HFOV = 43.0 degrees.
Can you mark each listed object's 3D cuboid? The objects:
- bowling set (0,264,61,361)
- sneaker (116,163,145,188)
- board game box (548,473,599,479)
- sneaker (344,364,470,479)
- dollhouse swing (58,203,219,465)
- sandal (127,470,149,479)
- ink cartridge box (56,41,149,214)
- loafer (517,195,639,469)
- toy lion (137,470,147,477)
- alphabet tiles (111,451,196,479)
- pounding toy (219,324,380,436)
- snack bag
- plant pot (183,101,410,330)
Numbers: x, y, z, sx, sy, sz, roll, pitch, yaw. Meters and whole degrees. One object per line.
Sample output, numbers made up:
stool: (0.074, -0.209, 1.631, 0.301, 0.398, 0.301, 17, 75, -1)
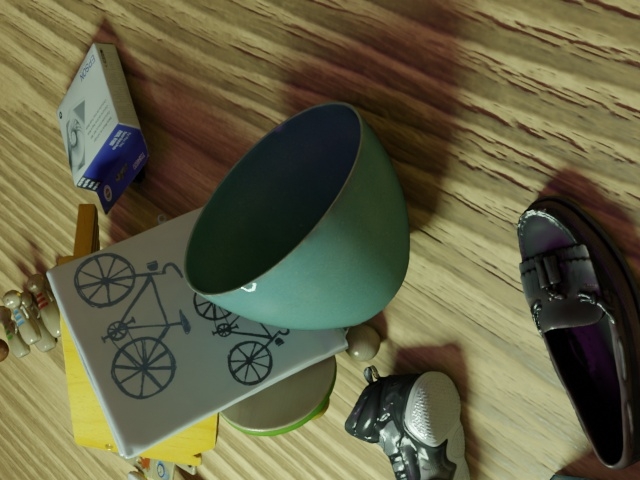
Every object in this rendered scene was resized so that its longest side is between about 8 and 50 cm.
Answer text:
bowling set: (-0.658, 0.163, 1.778, 0.287, 0.200, 0.154, -37, 79, 43)
sneaker: (-0.339, -0.110, 1.444, 0.069, 0.038, 0.098, 45, 134, 21)
board game box: (0.283, 0.335, 0.901, 0.160, 0.211, 0.039, -8, 103, 47)
sneaker: (0.120, 0.300, 1.136, 0.153, 0.101, 0.268, 6, 107, 44)
dollhouse swing: (-0.298, 0.143, 1.387, 0.315, 0.305, 0.346, 10, 131, 1)
sandal: (-0.268, 0.534, 1.626, 0.265, 0.076, 0.102, 43, 151, -1)
ink cartridge box: (-0.386, -0.188, 1.414, 0.223, 0.045, 0.224, -40, 65, 46)
loafer: (0.288, 0.099, 0.874, 0.109, 0.095, 0.302, -24, 91, 47)
toy lion: (-0.387, 0.463, 1.763, 0.096, 0.034, 0.100, -40, 79, 39)
alphabet tiles: (-0.346, 0.316, 1.604, 0.343, 0.011, 0.285, 16, 101, 39)
pounding toy: (-0.035, 0.200, 1.179, 0.183, 0.237, 0.110, 31, 155, 38)
snack bag: (-0.178, 0.095, 1.149, 0.323, 0.343, 0.037, 56, 162, 28)
plant pot: (0.000, 0.000, 1.019, 0.290, 0.290, 0.195, -12, 135, 47)
